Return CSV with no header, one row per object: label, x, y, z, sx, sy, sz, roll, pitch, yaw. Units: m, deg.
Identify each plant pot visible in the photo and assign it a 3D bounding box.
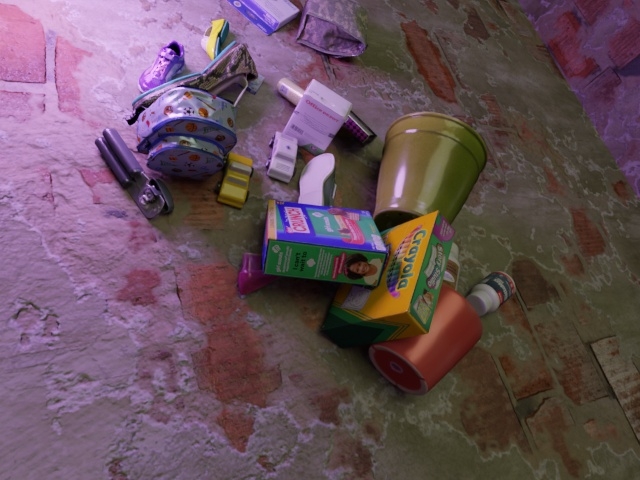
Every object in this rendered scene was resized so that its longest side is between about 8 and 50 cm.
plant pot,0.339,-0.175,1.635,0.366,0.366,0.353,29,64,-10
plant pot,0.282,0.282,1.375,0.275,0.275,0.243,45,62,2

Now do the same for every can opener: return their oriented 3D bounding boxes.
can opener,-0.512,-0.185,1.344,0.284,0.076,0.095,54,20,10

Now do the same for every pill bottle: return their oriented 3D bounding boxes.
pill bottle,0.587,0.188,1.678,0.180,0.108,0.108,-26,77,-36
pill bottle,0.394,0.113,1.602,0.131,0.131,0.229,29,52,-10

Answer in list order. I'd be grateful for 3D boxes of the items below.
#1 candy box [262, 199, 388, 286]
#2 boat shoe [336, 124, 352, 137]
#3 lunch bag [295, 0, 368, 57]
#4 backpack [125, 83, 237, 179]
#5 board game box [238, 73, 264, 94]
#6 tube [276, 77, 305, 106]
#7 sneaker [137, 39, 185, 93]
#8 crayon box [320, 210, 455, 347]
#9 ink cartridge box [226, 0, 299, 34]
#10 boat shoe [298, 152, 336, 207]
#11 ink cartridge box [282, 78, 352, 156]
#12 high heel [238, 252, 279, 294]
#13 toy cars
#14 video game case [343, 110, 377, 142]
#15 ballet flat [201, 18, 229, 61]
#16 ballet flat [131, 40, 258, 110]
candy box,0.000,0.000,1.348,0.316,0.122,0.268,5,26,-9
boat shoe,0.044,-0.435,1.781,0.169,0.063,0.059,19,61,-17
lunch bag,0.063,-0.891,1.996,0.286,0.169,0.236,16,56,-14
backpack,-0.361,-0.298,1.335,0.276,0.263,0.213,4,67,-39
board game box,-0.256,-0.575,1.729,0.090,0.020,0.090,29,54,-11
tube,-0.057,-0.496,1.722,0.240,0.062,0.070,41,11,23
sneaker,-0.498,-0.553,1.533,0.095,0.104,0.237,28,54,-12
crayon box,0.195,0.111,1.371,0.106,0.313,0.363,44,49,-21
ink cartridge box,-0.229,-0.952,1.951,0.223,0.045,0.224,39,52,-3
boat shoe,-0.004,-0.163,1.595,0.099,0.116,0.320,62,28,-42
ink cartridge box,-0.014,-0.408,1.633,0.160,0.219,0.093,30,53,-10
high heel,-0.118,0.106,1.380,0.243,0.082,0.117,10,84,-37
toy cars,-0.184,-0.245,1.530,0.393,0.087,0.176,-35,82,-38
video game case,0.103,-0.451,1.772,0.232,0.042,0.210,45,19,1
ballet flat,-0.382,-0.710,1.718,0.077,0.077,0.231,6,54,-1
ballet flat,-0.359,-0.470,1.533,0.182,0.164,0.483,53,52,-15
